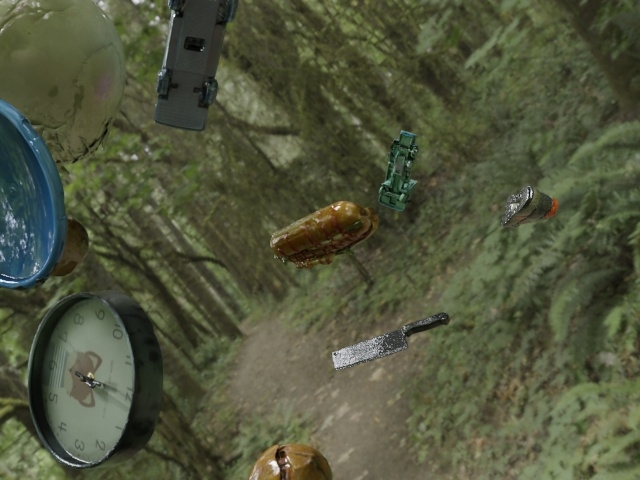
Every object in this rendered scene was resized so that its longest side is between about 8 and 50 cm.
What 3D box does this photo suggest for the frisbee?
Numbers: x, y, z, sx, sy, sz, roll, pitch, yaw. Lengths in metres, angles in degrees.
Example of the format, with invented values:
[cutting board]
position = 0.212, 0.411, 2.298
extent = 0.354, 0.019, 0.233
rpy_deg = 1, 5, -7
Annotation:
[frisbee]
position = -0.385, -0.057, 0.884
extent = 0.242, 0.242, 0.045
rpy_deg = -40, -6, 32

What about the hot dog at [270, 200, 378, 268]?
[hot dog]
position = 0.000, 0.000, 1.265
extent = 0.104, 0.076, 0.250
rpy_deg = 20, -30, -35

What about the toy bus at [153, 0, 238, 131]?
[toy bus]
position = -0.215, -0.356, 1.254
extent = 0.136, 0.109, 0.329
rpy_deg = -101, 25, -49

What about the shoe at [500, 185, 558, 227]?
[shoe]
position = 0.435, -0.060, 1.533
extent = 0.194, 0.077, 0.074
rpy_deg = 96, -168, -81

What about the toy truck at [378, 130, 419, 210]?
[toy truck]
position = 0.180, -0.158, 1.597
extent = 0.081, 0.067, 0.175
rpy_deg = -42, -33, -52

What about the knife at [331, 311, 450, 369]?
[knife]
position = 0.140, 0.199, 1.423
extent = 0.245, 0.019, 0.072
rpy_deg = -20, 27, 2

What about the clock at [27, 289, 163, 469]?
[clock]
position = -0.416, 0.251, 1.329
extent = 0.325, 0.325, 0.067
rpy_deg = -40, -26, 26

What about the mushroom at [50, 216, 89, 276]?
[mushroom]
position = -0.559, -0.003, 1.419
extent = 0.350, 0.128, 0.128
rpy_deg = 9, 38, 46

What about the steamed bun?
[steamed bun]
position = -0.476, -0.290, 1.298
extent = 0.312, 0.233, 0.334
rpy_deg = -59, -12, -7

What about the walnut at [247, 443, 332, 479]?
[walnut]
position = -0.090, 0.631, 1.779
extent = 0.209, 0.209, 0.336
rpy_deg = -38, -22, -49
